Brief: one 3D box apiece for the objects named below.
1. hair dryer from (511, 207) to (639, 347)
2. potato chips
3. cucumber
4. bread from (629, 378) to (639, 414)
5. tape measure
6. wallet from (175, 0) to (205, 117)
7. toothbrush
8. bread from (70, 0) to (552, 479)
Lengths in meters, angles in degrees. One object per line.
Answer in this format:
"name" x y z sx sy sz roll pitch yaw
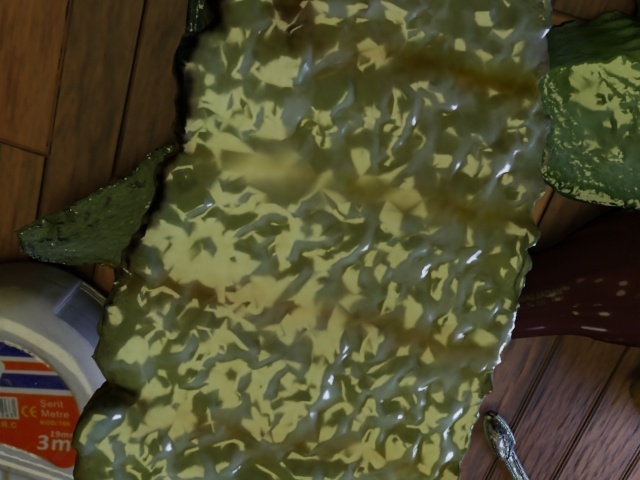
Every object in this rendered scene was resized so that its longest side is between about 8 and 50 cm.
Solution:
"hair dryer" 0.267 0.142 0.600 0.312 0.123 0.341 -19 83 22
"potato chips" -0.145 -0.004 0.668 0.228 0.059 0.167 17 119 -9
"cucumber" 0.230 -0.113 0.549 0.191 0.130 0.191 5 113 12
"bread" 0.359 0.142 0.661 0.119 0.084 0.177 43 107 -12
"tape measure" -0.291 0.152 0.719 0.258 0.130 0.265 3 108 3
"wallet" -0.074 -0.139 0.620 0.088 0.026 0.129 12 114 1
"toothbrush" 0.226 0.288 0.770 0.026 0.028 0.294 -22 114 16
"bread" 0.002 -0.008 0.537 0.239 0.264 0.396 15 96 -3
